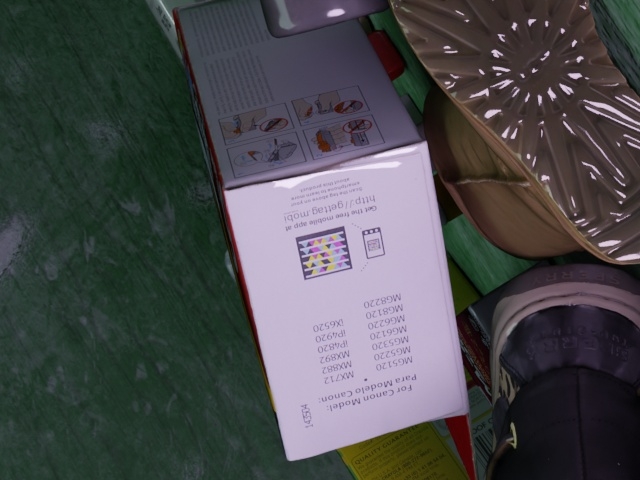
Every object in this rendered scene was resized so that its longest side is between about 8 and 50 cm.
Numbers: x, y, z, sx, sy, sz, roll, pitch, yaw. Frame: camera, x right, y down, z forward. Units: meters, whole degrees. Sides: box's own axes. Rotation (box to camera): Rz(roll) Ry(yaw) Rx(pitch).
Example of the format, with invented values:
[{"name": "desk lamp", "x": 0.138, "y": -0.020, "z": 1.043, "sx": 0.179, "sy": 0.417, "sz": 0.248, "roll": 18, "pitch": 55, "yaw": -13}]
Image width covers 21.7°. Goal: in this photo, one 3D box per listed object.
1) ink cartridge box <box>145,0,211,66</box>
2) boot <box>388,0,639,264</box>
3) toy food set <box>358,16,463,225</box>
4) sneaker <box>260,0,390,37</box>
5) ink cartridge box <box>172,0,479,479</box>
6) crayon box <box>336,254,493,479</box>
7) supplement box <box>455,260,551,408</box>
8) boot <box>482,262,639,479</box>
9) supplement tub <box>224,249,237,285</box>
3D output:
[{"name": "ink cartridge box", "x": -0.087, "y": -0.207, "z": 1.773, "sx": 0.283, "sy": 0.117, "sz": 0.207, "roll": 59, "pitch": 175, "yaw": -5}, {"name": "boot", "x": 0.092, "y": -0.082, "z": 0.929, "sx": 0.236, "sy": 0.089, "sz": 0.269, "roll": 60, "pitch": 176, "yaw": -5}, {"name": "toy food set", "x": 0.024, "y": -0.103, "z": 1.367, "sx": 0.232, "sy": 0.104, "sz": 0.111, "roll": 58, "pitch": 175, "yaw": 14}, {"name": "sneaker", "x": -0.006, "y": -0.201, "z": 0.974, "sx": 0.270, "sy": 0.090, "sz": 0.145, "roll": -74, "pitch": -29, "yaw": -80}, {"name": "ink cartridge box", "x": 0.000, "y": 0.000, "z": 1.161, "sx": 0.309, "sy": 0.130, "sz": 0.272, "roll": -110, "pitch": 7, "yaw": -61}, {"name": "crayon box", "x": 0.099, "y": 0.148, "z": 1.607, "sx": 0.318, "sy": 0.202, "sz": 0.081, "roll": 56, "pitch": 175, "yaw": 43}, {"name": "supplement box", "x": 0.168, "y": 0.097, "z": 1.338, "sx": 0.130, "sy": 0.073, "sz": 0.239, "roll": 58, "pitch": 176, "yaw": 6}, {"name": "boot", "x": 0.166, "y": 0.237, "z": 1.020, "sx": 0.284, "sy": 0.138, "sz": 0.377, "roll": -84, "pitch": -10, "yaw": -50}, {"name": "supplement tub", "x": 0.049, "y": 0.099, "z": 1.845, "sx": 0.316, "sy": 0.193, "sz": 0.193, "roll": 60, "pitch": 175, "yaw": -5}]
